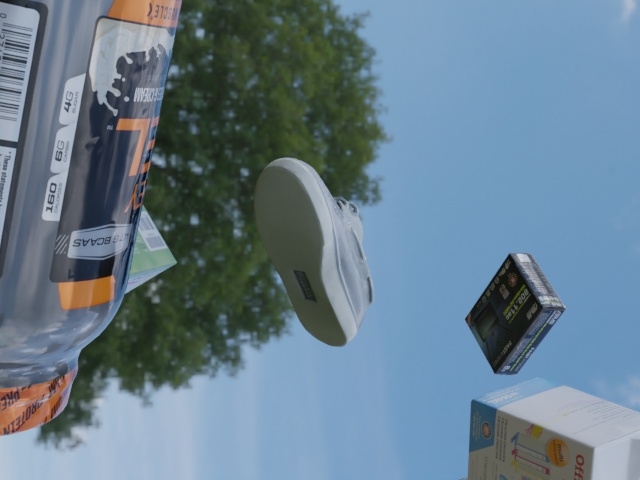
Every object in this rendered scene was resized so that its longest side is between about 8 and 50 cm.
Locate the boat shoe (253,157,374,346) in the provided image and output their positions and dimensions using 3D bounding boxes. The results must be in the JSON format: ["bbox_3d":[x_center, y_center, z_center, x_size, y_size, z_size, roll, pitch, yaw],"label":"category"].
[{"bbox_3d":[0.001,0.001,1.016,0.079,0.081,0.227,14,-41,32],"label":"boat shoe"}]

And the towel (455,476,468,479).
[{"bbox_3d":[0.105,0.327,1.100,0.053,0.332,0.317,59,-33,6],"label":"towel"}]

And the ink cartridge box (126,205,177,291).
[{"bbox_3d":[-0.315,0.054,1.206,0.097,0.255,0.189,59,9,2],"label":"ink cartridge box"}]

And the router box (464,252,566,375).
[{"bbox_3d":[0.232,0.089,1.283,0.122,0.038,0.092,-63,-143,35],"label":"router box"}]

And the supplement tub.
[{"bbox_3d":[-0.186,-0.067,0.578,0.193,0.194,0.315,34,-66,59],"label":"supplement tub"}]

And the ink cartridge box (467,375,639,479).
[{"bbox_3d":[0.200,0.179,0.851,0.143,0.090,0.092,15,-71,50],"label":"ink cartridge box"}]
